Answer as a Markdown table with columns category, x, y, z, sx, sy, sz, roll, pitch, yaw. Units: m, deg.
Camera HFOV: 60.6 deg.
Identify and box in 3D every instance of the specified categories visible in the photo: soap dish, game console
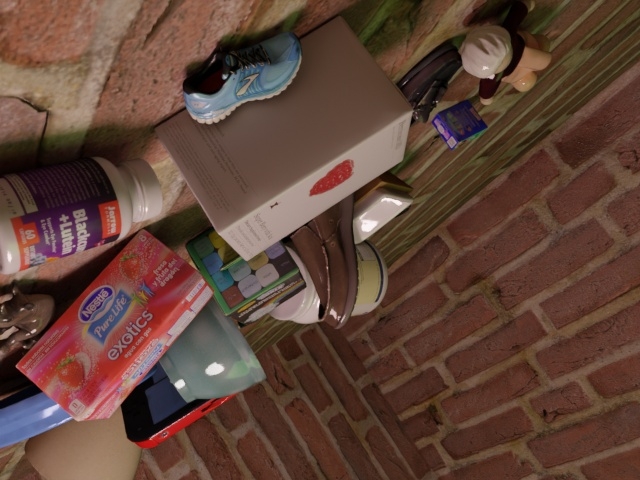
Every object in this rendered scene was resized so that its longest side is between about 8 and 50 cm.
| category | x | y | z | sx | sy | sz | roll | pitch | yaw |
| --- | --- | --- | --- | --- | --- | --- | --- | --- | --- |
| soap dish | 0.100 | -0.091 | 1.404 | 0.229 | 0.118 | 0.291 | -38 | 167 | 20 |
| game console | -0.397 | 0.384 | 1.586 | 0.386 | 0.342 | 0.060 | -30 | 129 | -11 |

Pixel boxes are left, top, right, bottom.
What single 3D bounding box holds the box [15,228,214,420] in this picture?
| category | x | y | z | sx | sy | sz | roll | pitch | yaw |
| --- | --- | --- | --- | --- | --- | --- | --- | --- | --- |
| box | -0.342 | 0.149 | 0.961 | 0.300 | 0.142 | 0.154 | -51 | 171 | -13 |

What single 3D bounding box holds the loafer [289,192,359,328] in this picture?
| category | x | y | z | sx | sy | sz | roll | pitch | yaw |
| --- | --- | --- | --- | --- | --- | --- | --- | --- | --- |
| loafer | 0.000 | 0.000 | 1.125 | 0.130 | 0.366 | 0.134 | -3 | -177 | -9 |

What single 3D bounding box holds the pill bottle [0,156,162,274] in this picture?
| category | x | y | z | sx | sy | sz | roll | pitch | yaw |
| --- | --- | --- | --- | --- | --- | --- | --- | --- | --- |
| pill bottle | -0.294 | -0.040 | 0.653 | 0.193 | 0.108 | 0.108 | -23 | 163 | -39 |

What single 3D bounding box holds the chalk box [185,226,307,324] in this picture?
| category | x | y | z | sx | sy | sz | roll | pitch | yaw |
| --- | --- | --- | --- | --- | --- | --- | --- | --- | --- |
| chalk box | -0.155 | 0.050 | 1.170 | 0.180 | 0.179 | 0.289 | -32 | 166 | -5 |

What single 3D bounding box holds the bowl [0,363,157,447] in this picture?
| category | x | y | z | sx | sy | sz | roll | pitch | yaw |
| --- | --- | --- | --- | --- | --- | --- | --- | --- | --- |
| bowl | -0.547 | 0.330 | 1.200 | 0.391 | 0.077 | 0.391 | -22 | -179 | 0 |

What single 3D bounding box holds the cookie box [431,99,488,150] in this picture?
| category | x | y | z | sx | sy | sz | roll | pitch | yaw |
| --- | --- | --- | --- | --- | --- | --- | --- | --- | --- |
| cookie box | 0.345 | -0.286 | 1.353 | 0.107 | 0.092 | 0.040 | -28 | 168 | -24 |

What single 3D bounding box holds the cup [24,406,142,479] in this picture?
| category | x | y | z | sx | sy | sz | roll | pitch | yaw |
| --- | --- | --- | --- | --- | --- | --- | --- | --- | --- |
| cup | -0.662 | 0.575 | 1.644 | 0.237 | 0.331 | 0.331 | -60 | 169 | -7 |

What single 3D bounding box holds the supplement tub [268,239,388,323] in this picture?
| category | x | y | z | sx | sy | sz | roll | pitch | yaw |
| --- | --- | --- | --- | --- | --- | --- | --- | --- | --- |
| supplement tub | 0.008 | 0.107 | 1.535 | 0.325 | 0.235 | 0.235 | -1 | 147 | -45 |

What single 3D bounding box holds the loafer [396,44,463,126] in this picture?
| category | x | y | z | sx | sy | sz | roll | pitch | yaw |
| --- | --- | --- | --- | --- | --- | --- | --- | --- | --- |
| loafer | 0.172 | -0.243 | 1.077 | 0.302 | 0.095 | 0.109 | -42 | 164 | 31 |

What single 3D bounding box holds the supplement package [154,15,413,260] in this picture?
| category | x | y | z | sx | sy | sz | roll | pitch | yaw |
| --- | --- | --- | --- | --- | --- | --- | --- | --- | --- |
| supplement package | -0.042 | -0.133 | 0.774 | 0.293 | 0.175 | 0.177 | -33 | 166 | -4 |

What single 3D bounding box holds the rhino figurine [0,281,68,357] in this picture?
| category | x | y | z | sx | sy | sz | roll | pitch | yaw |
| --- | --- | --- | --- | --- | --- | --- | --- | --- | --- |
| rhino figurine | -0.480 | 0.130 | 0.897 | 0.106 | 0.073 | 0.243 | -37 | 166 | -16 |

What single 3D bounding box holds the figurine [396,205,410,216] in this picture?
| category | x | y | z | sx | sy | sz | roll | pitch | yaw |
| --- | --- | --- | --- | --- | --- | --- | --- | --- | --- |
| figurine | 0.142 | -0.066 | 1.692 | 0.215 | 0.092 | 0.209 | -22 | 167 | -38 |

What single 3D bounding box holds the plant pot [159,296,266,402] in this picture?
| category | x | y | z | sx | sy | sz | roll | pitch | yaw |
| --- | --- | --- | --- | --- | --- | --- | --- | --- | --- |
| plant pot | -0.296 | 0.280 | 1.375 | 0.196 | 0.293 | 0.293 | -33 | 167 | -17 |

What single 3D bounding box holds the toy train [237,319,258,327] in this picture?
| category | x | y | z | sx | sy | sz | roll | pitch | yaw |
| --- | --- | --- | --- | --- | --- | --- | --- | --- | --- |
| toy train | -0.187 | 0.137 | 1.419 | 0.105 | 0.143 | 0.248 | -26 | 174 | -33 |

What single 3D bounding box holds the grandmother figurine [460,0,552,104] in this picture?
| category | x | y | z | sx | sy | sz | roll | pitch | yaw |
| --- | --- | --- | --- | --- | --- | --- | --- | --- | --- |
| grandmother figurine | 0.362 | -0.360 | 1.054 | 0.342 | 0.104 | 0.207 | -25 | 128 | -53 |

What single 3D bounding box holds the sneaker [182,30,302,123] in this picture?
| category | x | y | z | sx | sy | sz | roll | pitch | yaw |
| --- | --- | --- | --- | --- | --- | --- | --- | --- | --- |
| sneaker | -0.093 | -0.202 | 0.658 | 0.162 | 0.063 | 0.073 | -33 | 164 | -3 |
